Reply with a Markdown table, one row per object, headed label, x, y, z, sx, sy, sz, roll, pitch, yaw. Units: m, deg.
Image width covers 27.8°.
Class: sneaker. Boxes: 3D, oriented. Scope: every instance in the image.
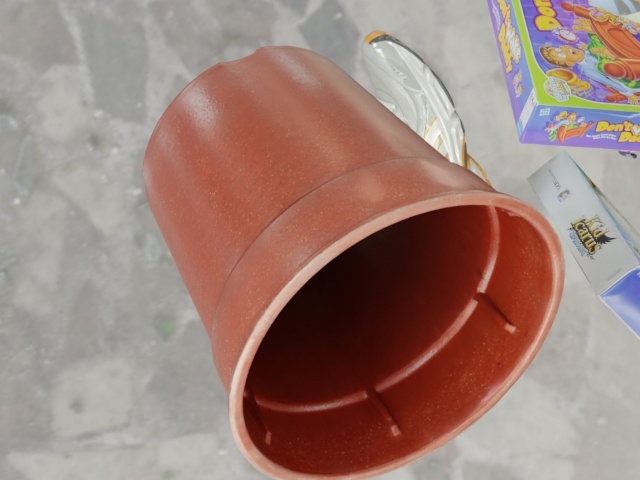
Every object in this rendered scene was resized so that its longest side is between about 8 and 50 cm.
| label | x | y | z | sx | sy | sz | roll | pitch | yaw |
| --- | --- | --- | --- | --- | --- | --- | --- | --- | --- |
| sneaker | 0.092 | -0.093 | 1.367 | 0.121 | 0.099 | 0.262 | -31 | 115 | -3 |

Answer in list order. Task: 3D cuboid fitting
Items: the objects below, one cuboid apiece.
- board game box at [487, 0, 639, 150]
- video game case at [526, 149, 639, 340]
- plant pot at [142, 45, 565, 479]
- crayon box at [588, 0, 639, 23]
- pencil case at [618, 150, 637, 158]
| label | x | y | z | sx | sy | sz | roll | pitch | yaw |
| --- | --- | --- | --- | --- | --- | --- | --- | --- | --- |
| board game box | 0.365 | -0.278 | 1.783 | 0.233 | 0.078 | 0.347 | 3 | 52 | -12 |
| video game case | 0.359 | 0.053 | 1.428 | 0.269 | 0.061 | 0.244 | 42 | 15 | -29 |
| plant pot | 0.000 | 0.000 | 1.002 | 0.272 | 0.272 | 0.265 | 7 | 32 | -39 |
| crayon box | 0.209 | -0.191 | 0.523 | 0.083 | 0.203 | 0.323 | -41 | 146 | -40 |
| pencil case | 0.443 | -0.322 | 2.122 | 0.386 | 0.167 | 0.160 | 49 | 17 | -14 |
